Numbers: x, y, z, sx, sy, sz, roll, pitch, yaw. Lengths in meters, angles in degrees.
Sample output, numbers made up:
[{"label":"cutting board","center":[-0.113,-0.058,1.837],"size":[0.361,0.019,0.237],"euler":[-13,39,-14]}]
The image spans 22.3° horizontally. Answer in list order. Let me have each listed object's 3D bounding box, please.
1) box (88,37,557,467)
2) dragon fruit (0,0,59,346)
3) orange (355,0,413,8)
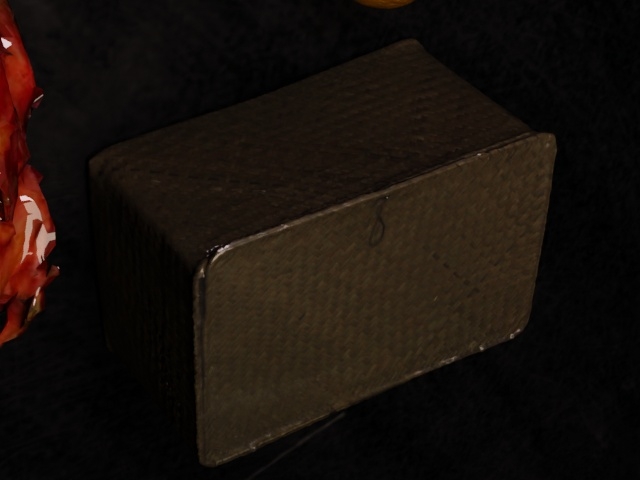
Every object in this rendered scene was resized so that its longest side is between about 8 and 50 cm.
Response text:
[{"label":"box","center":[0.001,0.001,1.075],"size":[0.273,0.143,0.184],"euler":[-22,135,-27]},{"label":"dragon fruit","center":[-0.269,-0.043,0.679],"size":[0.295,0.295,0.302],"euler":[-52,147,7]},{"label":"orange","center":[0.039,-0.185,1.009],"size":[0.085,0.085,0.085],"euler":[-24,135,-26]}]
